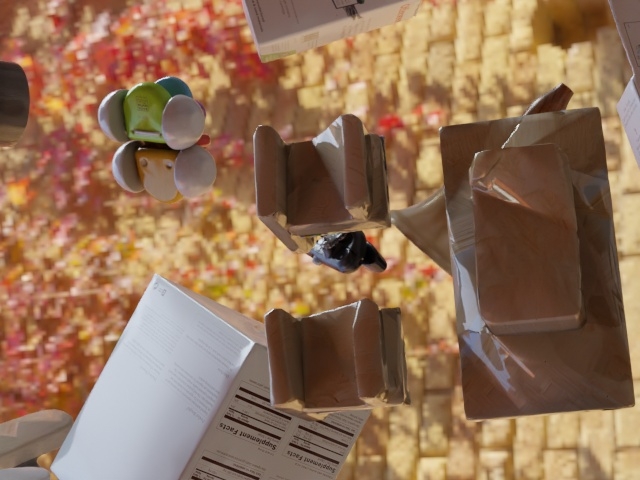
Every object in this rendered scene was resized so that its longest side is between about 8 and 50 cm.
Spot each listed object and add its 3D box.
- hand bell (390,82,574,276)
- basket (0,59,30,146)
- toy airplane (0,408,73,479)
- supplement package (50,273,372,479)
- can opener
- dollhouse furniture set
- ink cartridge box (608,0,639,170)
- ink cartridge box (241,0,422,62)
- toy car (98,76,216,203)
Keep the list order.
[{"bbox_3d":[0.197,-0.078,1.507,0.126,0.242,0.126,41,-175,-4],"label":"hand bell"},{"bbox_3d":[-0.548,-0.203,1.926,0.227,0.204,0.154,1,-93,-38],"label":"basket"},{"bbox_3d":[-0.471,0.265,1.436,0.384,0.386,0.272,-98,25,-61],"label":"toy airplane"},{"bbox_3d":[-0.096,0.170,1.170,0.149,0.194,0.203,28,-90,-36],"label":"supplement package"},{"bbox_3d":[0.000,0.000,1.555,0.059,0.186,0.073,-47,-54,-14],"label":"can opener"},{"bbox_3d":[0.165,0.108,0.980,0.256,0.362,0.394,48,-143,-72],"label":"dollhouse furniture set"},{"bbox_3d":[0.469,-0.173,1.464,0.066,0.296,0.261,104,158,-60],"label":"ink cartridge box"},{"bbox_3d":[0.012,-0.313,1.749,0.160,0.220,0.092,161,92,-88],"label":"ink cartridge box"},{"bbox_3d":[-0.213,-0.150,1.899,0.136,0.159,0.182,-46,-46,-45],"label":"toy car"}]
